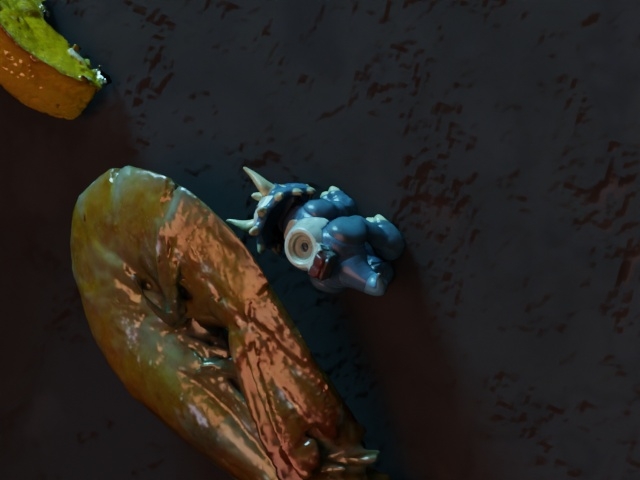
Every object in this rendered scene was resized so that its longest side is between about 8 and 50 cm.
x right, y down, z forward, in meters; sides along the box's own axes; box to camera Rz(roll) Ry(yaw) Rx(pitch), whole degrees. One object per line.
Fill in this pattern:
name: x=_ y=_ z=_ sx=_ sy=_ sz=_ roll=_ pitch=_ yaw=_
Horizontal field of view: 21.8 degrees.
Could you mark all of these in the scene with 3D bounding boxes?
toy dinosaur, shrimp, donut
toy dinosaur: x=0.000 y=0.000 z=0.670 sx=0.083 sy=0.047 sz=0.030 roll=34 pitch=115 yaw=30
shrimp: x=-0.035 y=0.053 z=0.693 sx=0.217 sy=0.051 sz=0.115 roll=45 pitch=146 yaw=20
donut: x=-0.136 y=-0.092 z=0.769 sx=0.083 sy=0.067 sz=0.038 roll=36 pitch=116 yaw=-9
